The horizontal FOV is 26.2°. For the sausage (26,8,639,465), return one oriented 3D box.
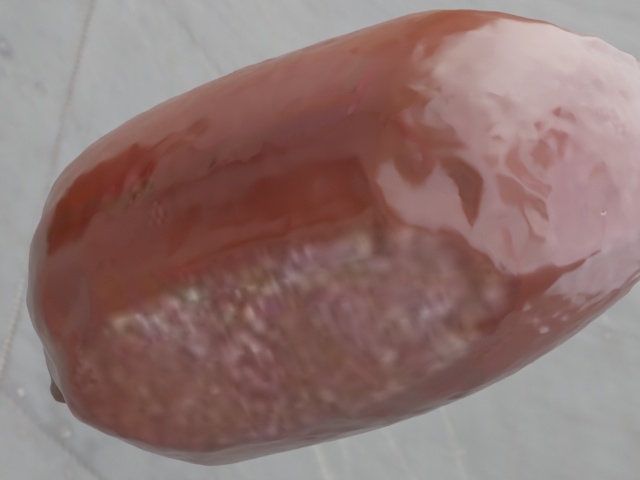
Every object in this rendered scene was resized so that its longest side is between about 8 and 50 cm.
[{"bbox_3d":[0.000,0.000,0.495,0.148,0.254,0.148,42,37,-43],"label":"sausage"}]
